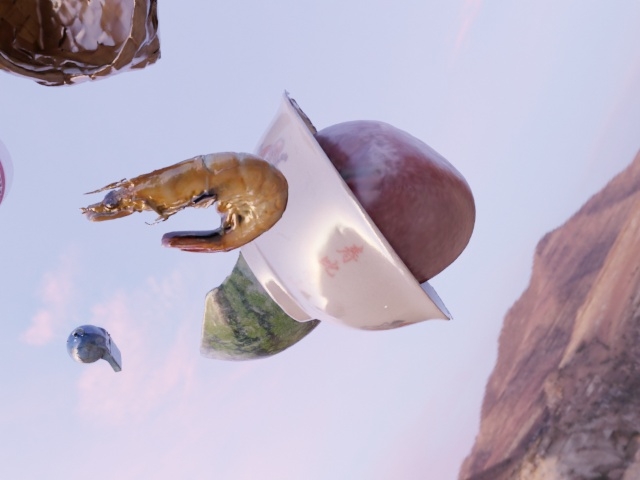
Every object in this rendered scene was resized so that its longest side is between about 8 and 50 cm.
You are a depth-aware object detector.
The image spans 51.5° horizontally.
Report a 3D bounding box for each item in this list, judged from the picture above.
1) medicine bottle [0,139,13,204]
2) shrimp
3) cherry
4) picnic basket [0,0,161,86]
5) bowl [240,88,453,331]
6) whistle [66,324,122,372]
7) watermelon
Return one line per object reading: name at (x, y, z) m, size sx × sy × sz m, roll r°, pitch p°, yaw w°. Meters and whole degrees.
medicine bottle at (-0.581, -0.099, 1.032) m, size 0.178 × 0.290 × 0.178 m, roll -5°, pitch -77°, yaw -20°
shrimp at (-0.105, -0.026, 0.534) m, size 0.162 × 0.045 × 0.095 m, roll -11°, pitch -34°, yaw -8°
cherry at (0.060, -0.039, 0.824) m, size 0.285 × 0.236 × 0.213 m, roll 4°, pitch -46°, yaw -41°
picnic basket at (-0.444, -0.388, 1.040) m, size 0.337 × 0.337 × 0.293 m, roll -20°, pitch -64°, yaw -53°
bowl at (0.000, 0.000, 0.819) m, size 0.157 × 0.345 × 0.345 m, roll -37°, pitch -25°, yaw 6°
whistle at (-0.482, 0.228, 1.395) m, size 0.090 × 0.090 × 0.158 m, roll -45°, pitch -31°, yaw -26°
watermelon at (-0.100, 0.088, 1.129) m, size 0.256 × 0.176 × 0.260 m, roll -21°, pitch -22°, yaw -16°
